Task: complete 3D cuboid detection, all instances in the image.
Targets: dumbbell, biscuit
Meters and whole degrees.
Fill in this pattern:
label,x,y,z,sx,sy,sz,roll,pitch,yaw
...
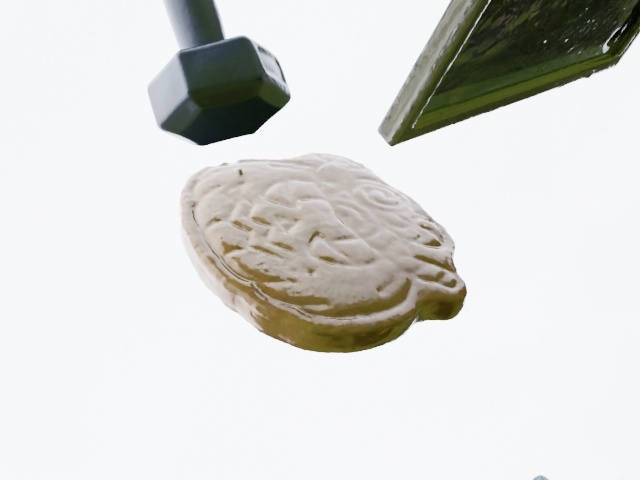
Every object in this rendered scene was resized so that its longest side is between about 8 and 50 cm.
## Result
label,x,y,z,sx,sy,sz,roll,pitch,yaw
dumbbell,-0.153,-0.276,1.421,0.160,0.325,0.144,-15,-18,-11
biscuit,0.000,-0.002,1.581,0.365,0.385,0.062,-9,-51,-32

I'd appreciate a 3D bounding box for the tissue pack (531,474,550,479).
label,x,y,z,sx,sy,sz,roll,pitch,yaw
tissue pack,0.306,0.441,1.515,0.185,0.257,0.081,-42,-43,-9

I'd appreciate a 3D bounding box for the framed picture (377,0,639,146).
label,x,y,z,sx,sy,sz,roll,pitch,yaw
framed picture,0.262,-0.257,1.172,0.446,0.028,0.326,-22,-29,-45
